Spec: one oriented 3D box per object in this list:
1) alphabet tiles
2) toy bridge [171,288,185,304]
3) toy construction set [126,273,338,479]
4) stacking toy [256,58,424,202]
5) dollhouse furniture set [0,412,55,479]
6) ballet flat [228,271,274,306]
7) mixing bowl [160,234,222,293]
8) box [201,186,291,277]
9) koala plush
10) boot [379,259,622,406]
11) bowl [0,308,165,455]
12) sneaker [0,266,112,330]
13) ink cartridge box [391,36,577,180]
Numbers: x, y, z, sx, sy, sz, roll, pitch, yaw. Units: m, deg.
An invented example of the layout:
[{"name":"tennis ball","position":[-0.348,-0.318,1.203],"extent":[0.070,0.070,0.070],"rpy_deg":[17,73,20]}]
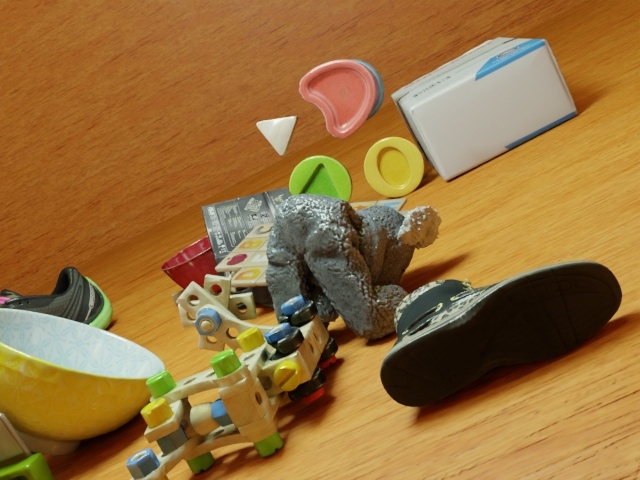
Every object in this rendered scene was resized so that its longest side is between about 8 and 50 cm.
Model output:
[{"name":"alphabet tiles","position":[0.000,0.000,1.524],"extent":[0.343,0.011,0.285],"rpy_deg":[-5,26,28]},{"name":"toy bridge","position":[-0.280,0.091,1.988],"extent":[0.063,0.026,0.188],"rpy_deg":[-24,12,11]},{"name":"toy construction set","position":[-0.101,0.153,1.050],"extent":[0.215,0.151,0.327],"rpy_deg":[-26,23,14]},{"name":"stacking toy","position":[0.048,-0.204,1.842],"extent":[0.280,0.309,0.130],"rpy_deg":[-27,4,17]},{"name":"dollhouse furniture set","position":[-0.505,0.351,1.091],"extent":[0.198,0.151,0.301],"rpy_deg":[-23,13,26]},{"name":"ballet flat","position":[-0.122,0.077,1.571],"extent":[0.074,0.074,0.203],"rpy_deg":[-34,13,-26]},{"name":"mixing bowl","position":[-0.230,0.053,1.853],"extent":[0.181,0.098,0.181],"rpy_deg":[-28,12,6]},{"name":"box","position":[-0.126,-0.016,1.722],"extent":[0.183,0.056,0.231],"rpy_deg":[-13,30,-9]},{"name":"koala plush","position":[0.053,0.014,1.196],"extent":[0.196,0.203,0.221],"rpy_deg":[-17,5,44]},{"name":"boot","position":[0.170,0.068,0.896],"extent":[0.236,0.085,0.178],"rpy_deg":[-27,9,11]},{"name":"bowl","position":[-0.387,0.218,1.295],"extent":[0.289,0.290,0.156],"rpy_deg":[-152,81,-76]},{"name":"sneaker","position":[-0.686,0.219,1.954],"extent":[0.185,0.202,0.483],"rpy_deg":[-18,16,45]},{"name":"ink cartridge box","position":[0.322,-0.286,1.843],"extent":[0.285,0.166,0.395],"rpy_deg":[-27,13,6]}]
